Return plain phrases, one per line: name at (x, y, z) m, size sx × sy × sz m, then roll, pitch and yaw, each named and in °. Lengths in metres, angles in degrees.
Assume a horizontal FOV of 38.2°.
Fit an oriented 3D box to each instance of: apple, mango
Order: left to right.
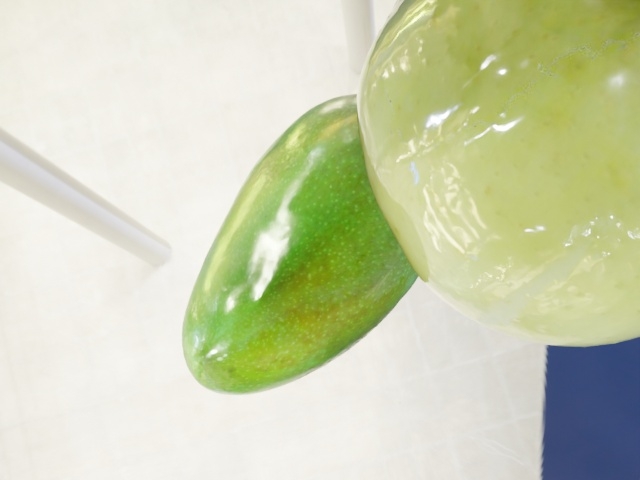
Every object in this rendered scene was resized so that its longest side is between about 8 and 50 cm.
mango at (0.000, 0.000, 0.905) m, size 0.201 × 0.225 × 0.382 m, roll 45°, pitch -125°, yaw -6°
apple at (0.209, -0.102, 0.679) m, size 0.357 × 0.357 × 0.357 m, roll -1°, pitch -100°, yaw 5°
